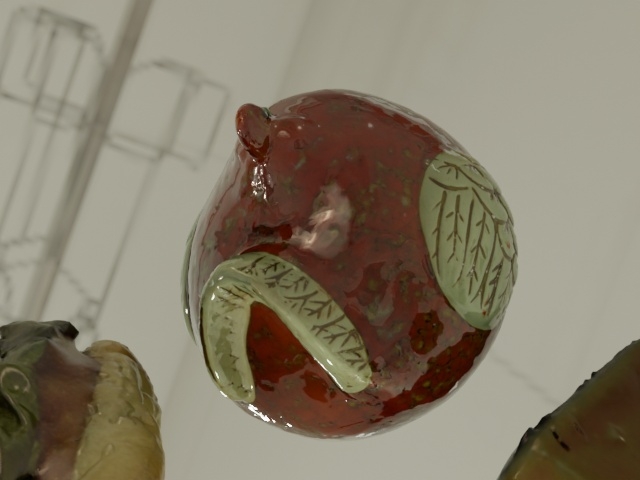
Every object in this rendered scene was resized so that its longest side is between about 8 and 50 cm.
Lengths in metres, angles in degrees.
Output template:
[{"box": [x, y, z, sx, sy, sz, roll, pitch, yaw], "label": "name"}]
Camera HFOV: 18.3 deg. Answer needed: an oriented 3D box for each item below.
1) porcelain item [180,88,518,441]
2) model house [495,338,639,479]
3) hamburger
[{"box": [0.000, 0.000, 1.324, 0.253, 0.253, 0.253, 20, -171, -3], "label": "porcelain item"}, {"box": [0.214, 0.236, 1.300, 0.239, 0.268, 0.173, 36, -156, 24], "label": "model house"}, {"box": [-0.194, 0.152, 1.265, 0.162, 0.209, 0.330, 15, 179, -10], "label": "hamburger"}]
